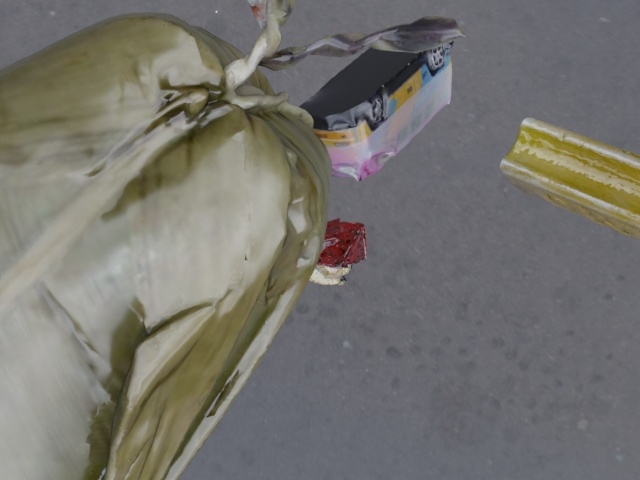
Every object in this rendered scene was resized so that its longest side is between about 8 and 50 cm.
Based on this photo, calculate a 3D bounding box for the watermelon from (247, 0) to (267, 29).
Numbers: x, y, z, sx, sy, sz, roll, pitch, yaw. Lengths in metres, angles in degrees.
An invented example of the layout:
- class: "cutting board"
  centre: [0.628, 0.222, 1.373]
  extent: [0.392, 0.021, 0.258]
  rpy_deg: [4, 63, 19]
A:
- class: "watermelon"
  centre: [-0.092, -0.348, 1.018]
  extent: [0.121, 0.097, 0.158]
  rpy_deg: [11, 148, -28]

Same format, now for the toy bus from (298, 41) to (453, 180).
- class: "toy bus"
  centre: [0.119, -0.264, 1.503]
  extent: [0.386, 0.171, 0.162]
  rpy_deg: [-45, 130, -36]

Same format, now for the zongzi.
- class: "zongzi"
  centre: [-0.102, 0.144, 0.406]
  extent: [0.500, 0.218, 0.466]
  rpy_deg: [-25, 95, 5]

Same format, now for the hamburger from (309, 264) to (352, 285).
- class: "hamburger"
  centre: [-0.024, 0.022, 1.397]
  extent: [0.176, 0.102, 0.087]
  rpy_deg: [38, 83, 0]

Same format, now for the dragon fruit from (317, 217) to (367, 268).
- class: "dragon fruit"
  centre: [0.001, -0.003, 1.166]
  extent: [0.131, 0.097, 0.063]
  rpy_deg: [12, 104, 20]

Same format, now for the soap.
- class: "soap"
  centre: [0.381, -0.059, 0.961]
  extent: [0.173, 0.274, 0.089]
  rpy_deg: [19, 98, -58]
